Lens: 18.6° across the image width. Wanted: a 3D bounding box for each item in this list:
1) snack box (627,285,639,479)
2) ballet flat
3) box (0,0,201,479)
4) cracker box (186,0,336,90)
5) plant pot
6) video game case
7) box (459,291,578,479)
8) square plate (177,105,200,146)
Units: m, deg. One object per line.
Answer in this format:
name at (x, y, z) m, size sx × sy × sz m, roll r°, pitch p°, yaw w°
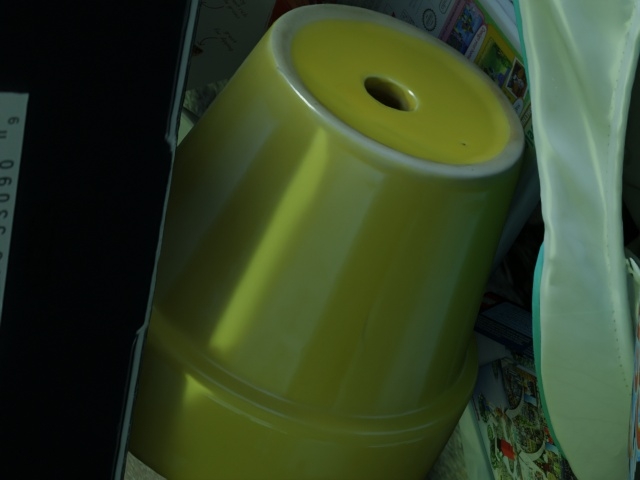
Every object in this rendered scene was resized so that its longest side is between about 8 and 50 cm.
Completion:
snack box at (0.178, 0.003, 0.877) m, size 0.187 × 0.060 × 0.322 m, roll -75°, pitch -14°, yaw -66°
ballet flat at (0.179, -0.023, 1.024) m, size 0.139 × 0.139 × 0.400 m, roll 28°, pitch 134°, yaw 50°
box at (-0.311, -0.104, 1.122) m, size 0.472 × 0.297 × 0.479 m, roll 47°, pitch 134°, yaw 48°
cracker box at (-0.125, -0.172, 1.311) m, size 0.232 × 0.067 × 0.155 m, roll -15°, pitch 129°, yaw 32°
plant pot at (0.000, 0.000, 1.174) m, size 0.254 × 0.254 × 0.239 m, roll 48°, pitch 127°, yaw 30°
video game case at (0.077, -0.095, 1.236) m, size 0.193 × 0.023 × 0.212 m, roll 55°, pitch 150°, yaw 19°
box at (0.159, 0.164, 1.277) m, size 0.159 × 0.044 × 0.233 m, roll 26°, pitch 133°, yaw 51°
square plate at (-0.041, 0.109, 1.525) m, size 0.347 × 0.049 × 0.344 m, roll 44°, pitch 136°, yaw 41°
